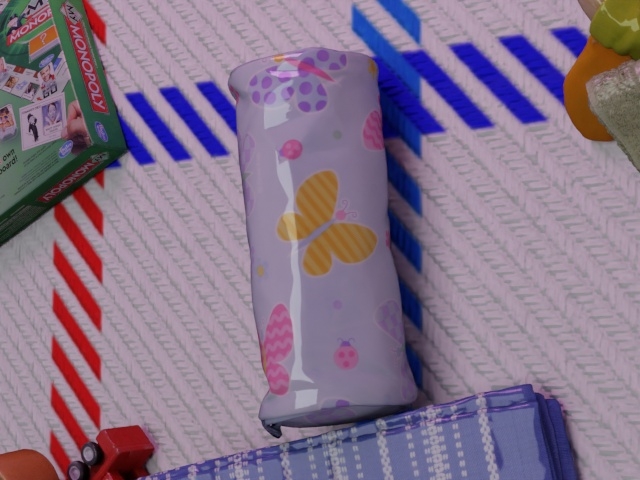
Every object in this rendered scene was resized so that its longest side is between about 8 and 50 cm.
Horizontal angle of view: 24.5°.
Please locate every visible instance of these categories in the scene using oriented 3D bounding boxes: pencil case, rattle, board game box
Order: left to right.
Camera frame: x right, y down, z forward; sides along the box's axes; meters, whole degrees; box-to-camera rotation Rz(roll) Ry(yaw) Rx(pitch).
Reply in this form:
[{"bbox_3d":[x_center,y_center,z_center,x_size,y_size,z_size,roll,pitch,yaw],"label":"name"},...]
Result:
[{"bbox_3d":[-0.322,-0.102,1.360,0.317,0.046,0.214,-32,67,33],"label":"board game box"},{"bbox_3d":[0.000,0.000,1.054,0.113,0.124,0.273,-6,82,-4],"label":"pencil case"},{"bbox_3d":[0.222,-0.182,0.945,0.130,0.143,0.200,0,65,14],"label":"rattle"}]

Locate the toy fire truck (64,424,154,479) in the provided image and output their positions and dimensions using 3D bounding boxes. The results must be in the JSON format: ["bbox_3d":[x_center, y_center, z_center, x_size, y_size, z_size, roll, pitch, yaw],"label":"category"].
[{"bbox_3d":[-0.152,0.226,1.198,0.135,0.047,0.192,51,117,28],"label":"toy fire truck"}]

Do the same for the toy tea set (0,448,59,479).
[{"bbox_3d":[-0.186,0.306,1.126,0.336,0.124,0.200,31,117,25],"label":"toy tea set"}]

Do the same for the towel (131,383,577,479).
[{"bbox_3d":[0.024,0.249,1.007,0.336,0.040,0.243,-15,79,19],"label":"towel"}]

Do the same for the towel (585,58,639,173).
[{"bbox_3d":[0.236,-0.058,0.873,0.110,0.027,0.148,-28,113,32],"label":"towel"}]
